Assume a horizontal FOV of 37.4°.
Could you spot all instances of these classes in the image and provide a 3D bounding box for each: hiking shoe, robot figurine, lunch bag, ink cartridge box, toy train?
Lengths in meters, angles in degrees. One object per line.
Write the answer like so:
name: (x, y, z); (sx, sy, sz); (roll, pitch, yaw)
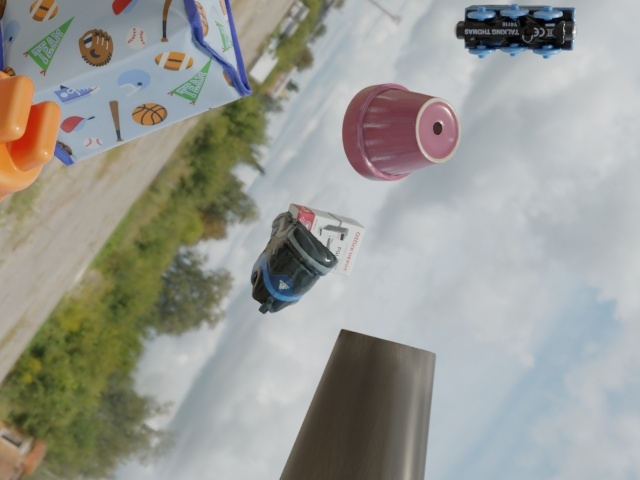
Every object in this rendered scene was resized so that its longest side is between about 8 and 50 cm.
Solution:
hiking shoe: (-0.060, 0.035, 1.453); (0.132, 0.113, 0.304); (-45, -178, 0)
robot figurine: (-0.366, -0.094, 0.947); (0.219, 0.128, 0.158); (-12, -176, 21)
lunch bag: (-0.313, -0.363, 1.411); (0.327, 0.239, 0.386); (-17, -120, 10)
ink cartridge box: (0.000, 0.000, 1.695); (0.056, 0.135, 0.099); (41, -64, 63)
toy train: (0.298, -0.321, 1.432); (0.105, 0.184, 0.080); (-46, 136, -60)

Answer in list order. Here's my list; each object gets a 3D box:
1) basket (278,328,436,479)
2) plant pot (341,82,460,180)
basket: (0.060, 0.237, 1.198); (0.204, 0.154, 0.227); (12, -96, 36)
plant pot: (0.173, -0.218, 1.904); (0.180, 0.201, 0.201); (5, -123, 51)
